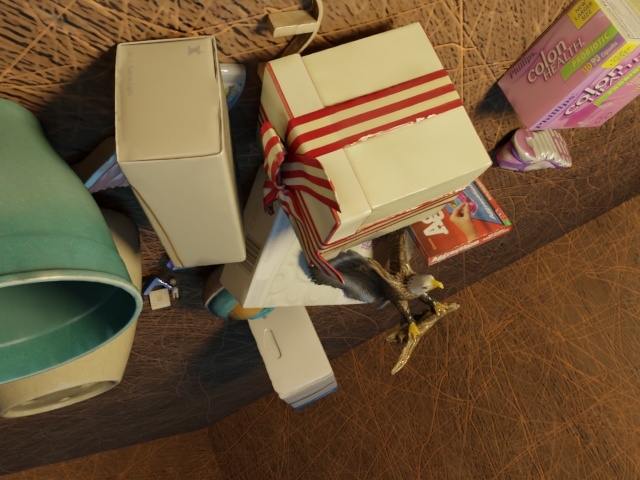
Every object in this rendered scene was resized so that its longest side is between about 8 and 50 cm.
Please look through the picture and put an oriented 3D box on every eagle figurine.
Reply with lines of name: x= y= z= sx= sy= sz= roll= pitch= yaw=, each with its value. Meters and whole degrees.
eagle figurine: x=0.136 y=0.057 z=1.095 sx=0.225 sy=0.298 sz=0.226 roll=-25 pitch=-157 yaw=31

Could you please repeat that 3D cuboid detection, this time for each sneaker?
sneaker: x=0.498 y=-0.202 z=1.384 sx=0.236 sy=0.095 sz=0.104 roll=-2 pitch=157 yaw=-38
sneaker: x=-0.302 y=-0.083 z=0.804 sx=0.134 sy=0.051 sz=0.070 roll=-34 pitch=153 yaw=14

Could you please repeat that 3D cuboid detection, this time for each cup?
cup: x=-0.414 y=0.125 z=0.888 sx=0.331 sy=0.237 sz=0.331 roll=-19 pitch=165 yaw=-5

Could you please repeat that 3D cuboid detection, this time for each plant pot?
plant pot: x=-0.362 y=-0.005 z=0.633 sx=0.271 sy=0.255 sz=0.272 roll=-21 pitch=159 yaw=-8

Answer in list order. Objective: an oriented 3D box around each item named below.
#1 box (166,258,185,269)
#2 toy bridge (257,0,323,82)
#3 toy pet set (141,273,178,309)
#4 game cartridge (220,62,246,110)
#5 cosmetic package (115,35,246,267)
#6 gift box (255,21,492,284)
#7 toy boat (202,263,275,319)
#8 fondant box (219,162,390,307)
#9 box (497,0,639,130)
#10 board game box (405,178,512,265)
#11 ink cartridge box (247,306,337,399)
box: x=-0.243 y=0.025 z=1.183 sx=0.136 sy=0.028 sz=0.081 roll=-5 pitch=153 yaw=-37
toy bridge: x=-0.032 y=-0.261 z=0.704 sx=0.063 sy=0.026 sz=0.188 roll=-17 pitch=160 yaw=-22
toy pet set: x=-0.358 y=0.101 z=1.230 sx=0.122 sy=0.065 sz=0.114 roll=-12 pitch=-168 yaw=-24
game cartridge: x=-0.130 y=-0.198 z=0.768 sx=0.056 sy=0.017 sz=0.083 roll=-15 pitch=158 yaw=-35
cosmetic package: x=-0.165 y=-0.093 z=0.756 sx=0.113 sy=0.160 sz=0.309 roll=-6 pitch=157 yaw=-4
gift box: x=0.051 y=-0.105 z=0.802 sx=0.258 sy=0.276 sz=0.255 roll=-20 pitch=164 yaw=-14
toy boat: x=-0.108 y=0.097 z=1.326 sx=0.318 sy=0.148 sz=0.267 roll=-29 pitch=164 yaw=8
fondant box: x=0.000 y=0.000 z=1.109 sx=0.330 sy=0.096 sz=0.238 roll=3 pitch=116 yaw=-44
box: x=0.487 y=-0.310 z=1.043 sx=0.243 sy=0.117 sz=0.213 roll=-9 pitch=155 yaw=-36
board game box: x=0.180 y=-0.100 z=0.982 sx=0.145 sy=0.281 sz=0.027 roll=-23 pitch=148 yaw=-5
ink cartridge box: x=-0.080 y=0.331 z=1.760 sx=0.166 sy=0.286 sz=0.395 roll=-24 pitch=161 yaw=-5
